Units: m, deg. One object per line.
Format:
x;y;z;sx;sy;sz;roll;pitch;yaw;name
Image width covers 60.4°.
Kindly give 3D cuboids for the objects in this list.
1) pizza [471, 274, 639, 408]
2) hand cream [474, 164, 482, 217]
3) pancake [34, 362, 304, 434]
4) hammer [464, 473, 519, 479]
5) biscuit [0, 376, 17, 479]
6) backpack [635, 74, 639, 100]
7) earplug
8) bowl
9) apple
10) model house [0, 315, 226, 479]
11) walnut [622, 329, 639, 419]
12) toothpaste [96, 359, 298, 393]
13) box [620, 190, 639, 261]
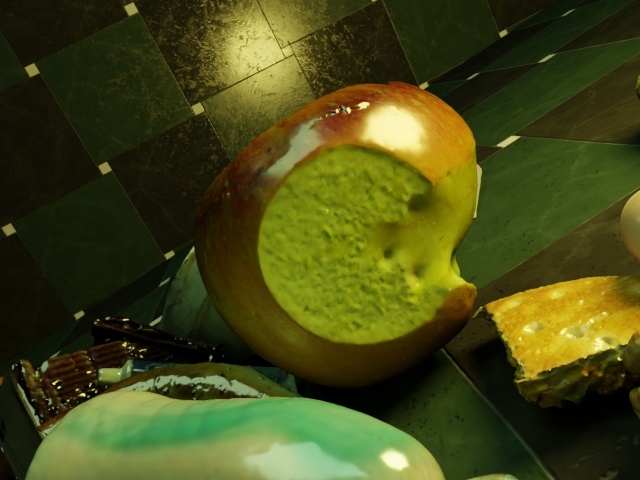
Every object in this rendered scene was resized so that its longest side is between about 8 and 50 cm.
0.249;0.094;0.509;0.197;0.058;0.292;-33;12;-35;pizza
0.277;-0.086;1.066;0.076;0.047;0.174;-21;28;37;hand cream
-0.149;0.226;0.615;0.377;0.054;0.197;-5;55;11;pancake
0.096;0.246;0.349;0.116;0.069;0.194;-26;21;21;hammer
-0.650;0.457;0.905;0.342;0.166;0.395;-45;17;18;biscuit
0.585;-0.250;0.757;0.253;0.140;0.207;-33;17;16;backpack
-0.057;0.200;0.414;0.324;0.185;0.185;-14;23;34;earplug
-0.122;0.086;0.962;0.307;0.163;0.307;-61;-8;-15;bowl
0.040;0.004;0.698;0.384;0.374;0.374;-30;15;32;apple
-0.294;0.279;0.837;0.283;0.297;0.317;-17;-24;-42;model house
0.292;0.083;0.358;0.170;0.069;0.142;-10;56;31;walnut
-0.159;0.193;0.746;0.269;0.047;0.069;9;0;-18;toothpaste
0.374;-0.018;0.475;0.200;0.088;0.146;-6;6;22;box
